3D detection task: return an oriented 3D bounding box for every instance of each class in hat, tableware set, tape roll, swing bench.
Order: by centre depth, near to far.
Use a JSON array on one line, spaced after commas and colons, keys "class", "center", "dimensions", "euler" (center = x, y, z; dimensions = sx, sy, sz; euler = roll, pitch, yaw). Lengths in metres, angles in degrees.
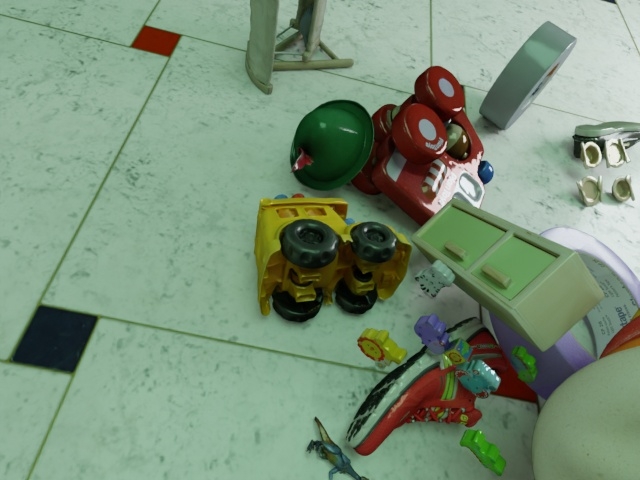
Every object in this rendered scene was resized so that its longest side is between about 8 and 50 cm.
[{"class": "tape roll", "center": [0.399, 0.119, 0.714], "dimensions": [0.274, 0.090, 0.275], "euler": [12, 59, -21]}, {"class": "hat", "center": [-0.024, -0.185, 0.745], "dimensions": [0.208, 0.183, 0.173], "euler": [26, 94, 38]}, {"class": "swing bench", "center": [-0.044, -0.477, 0.933], "dimensions": [0.254, 0.253, 0.165], "euler": [-28, 67, -28]}, {"class": "tableware set", "center": [0.608, -0.147, 0.979], "dimensions": [0.168, 0.020, 0.141], "euler": [-8, 89, -21]}, {"class": "tape roll", "center": [0.441, -0.347, 0.984], "dimensions": [0.072, 0.219, 0.219], "euler": [42, 58, 13]}]

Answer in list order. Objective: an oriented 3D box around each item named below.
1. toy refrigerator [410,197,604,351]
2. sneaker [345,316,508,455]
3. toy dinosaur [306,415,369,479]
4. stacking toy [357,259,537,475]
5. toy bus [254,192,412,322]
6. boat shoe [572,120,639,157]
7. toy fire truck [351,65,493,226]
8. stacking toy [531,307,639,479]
[{"class": "toy refrigerator", "center": [0.238, 0.028, 0.645], "dimensions": [0.102, 0.269, 0.094], "euler": [-43, 114, 3]}, {"class": "sneaker", "center": [0.160, 0.210, 0.626], "dimensions": [0.279, 0.107, 0.118], "euler": [-28, 73, -27]}, {"class": "toy dinosaur", "center": [0.027, 0.278, 0.588], "dimensions": [0.082, 0.047, 0.090], "euler": [30, 43, -15]}, {"class": "stacking toy", "center": [0.171, 0.150, 0.584], "dimensions": [0.221, 0.052, 0.167], "euler": [46, 51, 3]}, {"class": "toy bus", "center": [0.000, 0.000, 0.714], "dimensions": [0.220, 0.150, 0.211], "euler": [-3, 42, -18]}, {"class": "boat shoe", "center": [0.670, -0.234, 1.059], "dimensions": [0.227, 0.069, 0.081], "euler": [-9, 25, -21]}, {"class": "toy fire truck", "center": [0.212, -0.153, 0.859], "dimensions": [0.254, 0.169, 0.302], "euler": [41, 55, -15]}, {"class": "stacking toy", "center": [0.474, 0.164, 0.531], "dimensions": [0.350, 0.351, 0.480], "euler": [41, 40, 14]}]
